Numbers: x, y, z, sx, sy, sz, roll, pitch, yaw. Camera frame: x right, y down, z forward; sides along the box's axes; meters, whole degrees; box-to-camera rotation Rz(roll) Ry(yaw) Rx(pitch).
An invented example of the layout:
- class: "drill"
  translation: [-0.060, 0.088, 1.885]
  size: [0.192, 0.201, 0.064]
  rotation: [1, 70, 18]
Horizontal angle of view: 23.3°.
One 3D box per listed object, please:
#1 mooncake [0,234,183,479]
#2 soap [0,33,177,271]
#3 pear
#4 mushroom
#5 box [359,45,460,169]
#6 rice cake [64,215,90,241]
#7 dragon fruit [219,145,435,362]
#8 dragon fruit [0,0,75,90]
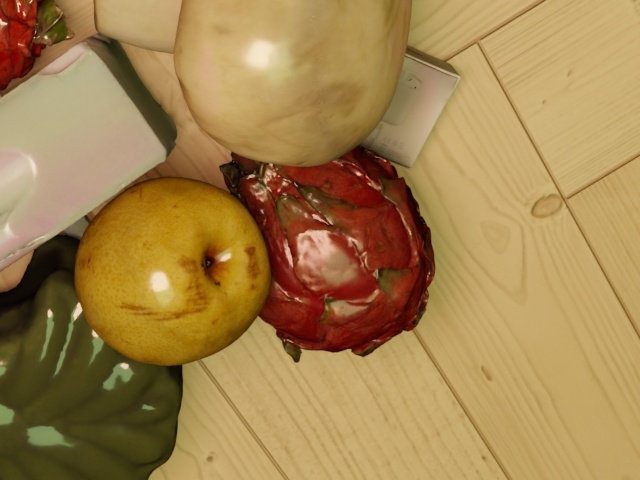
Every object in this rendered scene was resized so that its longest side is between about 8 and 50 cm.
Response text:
- class: "mooncake"
  translation: [-0.333, 0.178, 1.815]
  size: [0.351, 0.187, 0.351]
  rotation: [-4, 120, -7]
- class: "soap"
  translation: [-0.382, -0.039, 1.661]
  size: [0.446, 0.261, 0.156]
  rotation: [-32, 101, 5]
- class: "pear"
  translation: [-0.161, 0.036, 1.643]
  size: [0.209, 0.209, 0.209]
  rotation: [-5, 116, -10]
- class: "mushroom"
  translation: [-0.053, -0.250, 1.601]
  size: [0.353, 0.325, 0.353]
  rotation: [-9, 125, -13]
- class: "box"
  translation: [0.077, -0.167, 1.827]
  size: [0.130, 0.051, 0.129]
  rotation: [20, 109, -21]
- class: "rice cake"
  translation: [-0.285, -0.004, 1.838]
  size: [0.042, 0.030, 0.180]
  rotation: [-28, 117, 2]
- class: "dragon fruit"
  translation: [0.000, 0.000, 1.789]
  size: [0.244, 0.244, 0.299]
  rotation: [-44, 103, 10]
- class: "dragon fruit"
  translation: [-0.378, -0.231, 1.636]
  size: [0.209, 0.172, 0.172]
  rotation: [-24, 117, 1]
